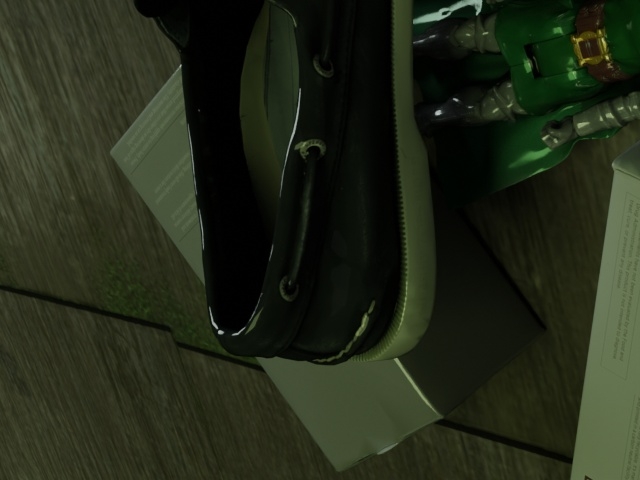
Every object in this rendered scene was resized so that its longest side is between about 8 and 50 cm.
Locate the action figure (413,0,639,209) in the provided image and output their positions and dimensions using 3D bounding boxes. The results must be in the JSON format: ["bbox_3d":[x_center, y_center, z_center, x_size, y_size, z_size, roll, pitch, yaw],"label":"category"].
[{"bbox_3d":[0.111,-0.088,0.692,0.232,0.063,0.137,-10,107,49],"label":"action figure"}]

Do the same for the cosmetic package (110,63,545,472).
[{"bbox_3d":[0.000,0.000,0.858,0.238,0.107,0.127,53,145,-1],"label":"cosmetic package"}]

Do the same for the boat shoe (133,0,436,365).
[{"bbox_3d":[-0.032,-0.105,0.719,0.127,0.113,0.340,-1,95,56],"label":"boat shoe"}]

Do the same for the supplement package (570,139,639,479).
[{"bbox_3d":[0.226,0.055,0.586,0.203,0.149,0.194,30,137,33],"label":"supplement package"}]
